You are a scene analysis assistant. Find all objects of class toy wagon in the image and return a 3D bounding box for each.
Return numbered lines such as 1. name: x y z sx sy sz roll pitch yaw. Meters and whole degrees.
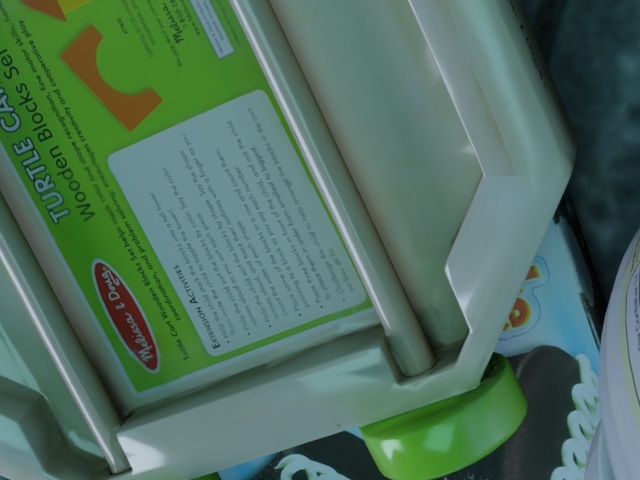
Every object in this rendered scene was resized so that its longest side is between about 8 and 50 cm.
1. toy wagon: -0.095 -0.019 0.513 0.344 0.068 0.267 -20 104 21

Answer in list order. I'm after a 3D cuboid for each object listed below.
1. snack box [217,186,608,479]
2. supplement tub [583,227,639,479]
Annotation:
1. snack box: 0.000 0.000 0.567 0.187 0.060 0.322 -17 105 17
2. supplement tub: 0.211 0.007 0.384 0.235 0.235 0.325 25 141 9
